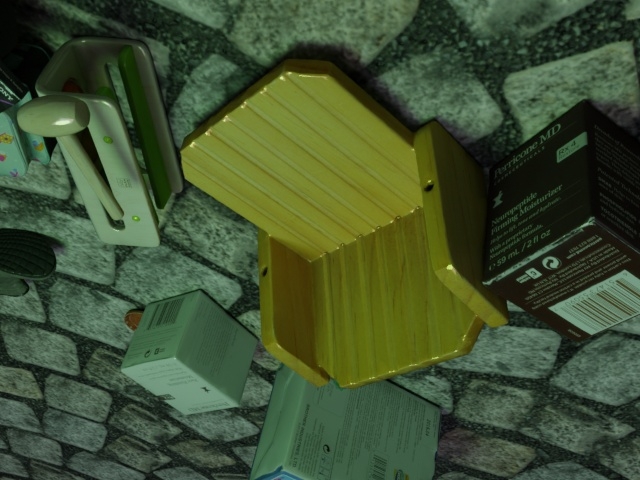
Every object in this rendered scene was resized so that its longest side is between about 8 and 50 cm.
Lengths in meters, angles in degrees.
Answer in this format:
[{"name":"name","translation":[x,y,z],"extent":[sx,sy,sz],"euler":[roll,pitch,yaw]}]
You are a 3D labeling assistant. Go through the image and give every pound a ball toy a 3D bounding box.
[{"name":"pound a ball toy","translation":[-0.298,-0.113,0.933],"extent":[0.135,0.208,0.319],"euler":[6,141,9]}]

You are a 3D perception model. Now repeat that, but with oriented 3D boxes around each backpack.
[{"name":"backpack","translation":[-0.459,-0.178,0.955],"extent":[0.188,0.144,0.166],"euler":[13,144,5]}]

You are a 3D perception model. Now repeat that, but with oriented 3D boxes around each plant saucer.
[{"name":"plant saucer","translation":[-0.354,0.166,1.432],"extent":[0.083,0.013,0.083],"euler":[8,140,7]}]

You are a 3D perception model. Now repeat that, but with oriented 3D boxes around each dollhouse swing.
[{"name":"dollhouse swing","translation":[0.000,0.000,0.935],"extent":[0.305,0.315,0.346],"euler":[20,146,-41]}]

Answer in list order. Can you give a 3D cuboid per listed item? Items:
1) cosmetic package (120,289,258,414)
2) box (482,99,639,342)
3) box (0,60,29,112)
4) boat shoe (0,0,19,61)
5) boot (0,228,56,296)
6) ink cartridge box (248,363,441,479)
[{"name":"cosmetic package","translation":[-0.244,0.217,1.351],"extent":[0.151,0.151,0.184],"euler":[-17,132,33]},{"name":"box","translation":[0.318,-0.019,0.868],"extent":[0.167,0.203,0.168],"euler":[30,138,-18]},{"name":"box","translation":[-0.439,-0.180,0.826],"extent":[0.162,0.029,0.116],"euler":[-22,127,23]},{"name":"boat shoe","translation":[-0.502,-0.327,0.822],"extent":[0.120,0.123,0.324],"euler":[-19,122,41]},{"name":"boot","translation":[-0.578,0.052,1.326],"extent":[0.246,0.083,0.161],"euler":[10,148,13]},{"name":"ink cartridge box","translation":[0.084,0.418,1.402],"extent":[0.395,0.270,0.151],"euler":[29,140,-17]}]
